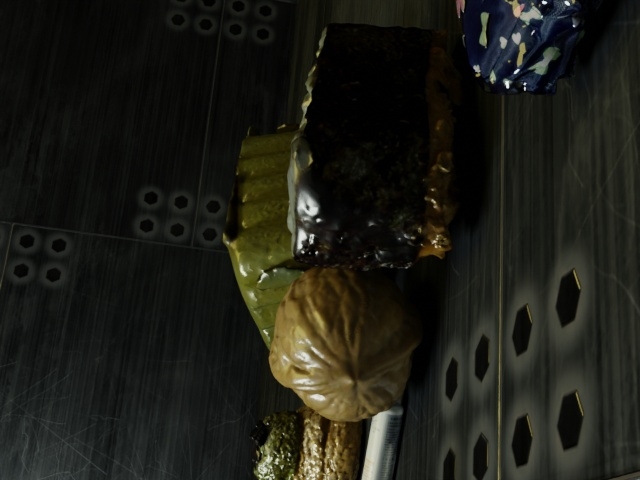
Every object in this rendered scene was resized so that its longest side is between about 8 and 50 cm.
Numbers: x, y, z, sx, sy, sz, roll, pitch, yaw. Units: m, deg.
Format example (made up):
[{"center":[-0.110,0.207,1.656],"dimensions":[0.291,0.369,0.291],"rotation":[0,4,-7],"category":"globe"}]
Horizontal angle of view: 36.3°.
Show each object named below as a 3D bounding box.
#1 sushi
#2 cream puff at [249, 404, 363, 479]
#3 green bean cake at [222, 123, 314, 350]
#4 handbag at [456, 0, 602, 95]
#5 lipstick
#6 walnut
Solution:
[{"center":[0.067,-0.106,1.175],"dimensions":[0.234,0.207,0.348],"rotation":[89,-173,-53],"category":"sushi"},{"center":[-0.031,0.322,1.516],"dimensions":[0.183,0.169,0.183],"rotation":[-171,90,-83],"category":"cream puff"},{"center":[0.000,0.000,1.454],"dimensions":[0.285,0.202,0.310],"rotation":[68,-163,-47],"category":"green bean cake"},{"center":[0.179,-0.249,0.827],"dimensions":[0.162,0.113,0.260],"rotation":[98,173,-50],"category":"handbag"},{"center":[0.078,0.277,1.257],"dimensions":[0.040,0.040,0.141],"rotation":[-136,55,-80],"category":"lipstick"},{"center":[0.031,0.125,1.214],"dimensions":[0.213,0.213,0.213],"rotation":[-172,90,-82],"category":"walnut"}]
